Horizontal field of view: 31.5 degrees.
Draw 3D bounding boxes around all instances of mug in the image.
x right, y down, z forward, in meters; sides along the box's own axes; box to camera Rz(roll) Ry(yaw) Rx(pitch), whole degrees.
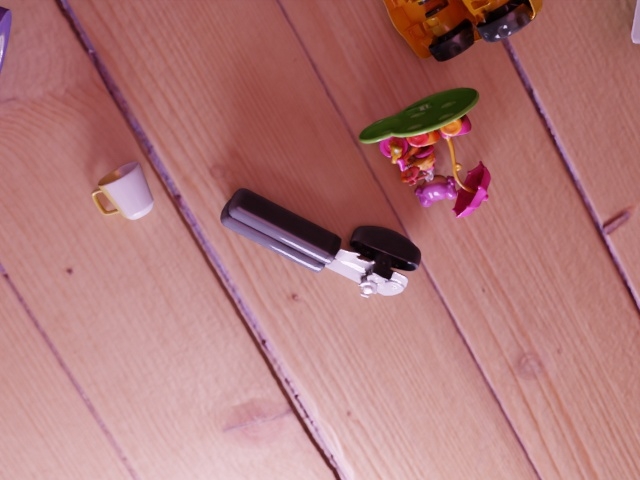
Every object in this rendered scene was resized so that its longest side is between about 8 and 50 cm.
[{"bbox_3d":[-0.259,-0.063,1.518,0.062,0.078,0.064,-42,115,-32],"label":"mug"}]

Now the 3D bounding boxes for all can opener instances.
[{"bbox_3d":[0.000,0.000,1.562,0.280,0.074,0.093,23,62,-13],"label":"can opener"}]

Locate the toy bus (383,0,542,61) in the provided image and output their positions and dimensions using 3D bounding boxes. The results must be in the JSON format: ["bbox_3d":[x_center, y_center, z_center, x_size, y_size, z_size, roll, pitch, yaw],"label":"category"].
[{"bbox_3d":[0.216,-0.356,1.482,0.211,0.220,0.149,-44,108,-35],"label":"toy bus"}]

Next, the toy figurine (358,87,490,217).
[{"bbox_3d":[0.160,-0.102,1.547,0.173,0.130,0.159,-18,113,17],"label":"toy figurine"}]

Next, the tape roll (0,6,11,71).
[{"bbox_3d":[-0.446,-0.206,1.391,0.080,0.189,0.188,18,97,-12],"label":"tape roll"}]

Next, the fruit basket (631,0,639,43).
[{"bbox_3d":[0.579,-0.411,1.447,0.353,0.165,0.327,-8,126,-22],"label":"fruit basket"}]
